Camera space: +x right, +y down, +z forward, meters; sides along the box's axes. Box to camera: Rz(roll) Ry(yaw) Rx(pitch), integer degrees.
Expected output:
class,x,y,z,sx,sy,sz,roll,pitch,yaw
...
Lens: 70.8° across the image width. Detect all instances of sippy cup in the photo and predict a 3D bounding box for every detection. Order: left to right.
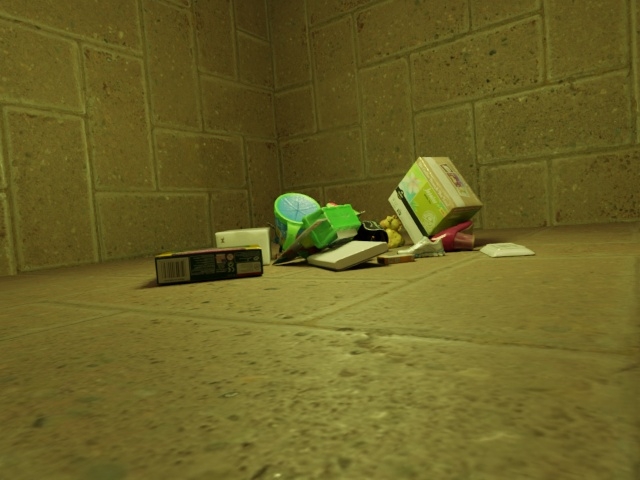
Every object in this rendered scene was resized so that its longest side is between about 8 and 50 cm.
class,x,y,z,sx,sy,sz,roll,pitch,yaw
sippy cup,-0.130,-0.079,2.249,0.240,0.224,0.305,37,45,23

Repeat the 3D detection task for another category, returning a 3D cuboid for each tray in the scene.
class,x,y,z,sx,sy,sz,roll,pitch,yaw
tray,0.696,0.033,1.696,0.145,0.030,0.270,-3,3,10

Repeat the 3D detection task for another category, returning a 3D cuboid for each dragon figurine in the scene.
class,x,y,z,sx,sy,sz,roll,pitch,yaw
dragon figurine,-0.192,-0.016,2.416,0.085,0.289,0.144,-4,-36,-31

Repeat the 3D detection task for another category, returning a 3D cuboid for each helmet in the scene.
class,x,y,z,sx,sy,sz,roll,pitch,yaw
helmet,0.231,-0.019,2.175,0.169,0.170,0.161,-6,20,-29

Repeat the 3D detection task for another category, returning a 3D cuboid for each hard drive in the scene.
class,x,y,z,sx,sy,sz,roll,pitch,yaw
hard drive,0.094,0.053,1.712,0.210,0.041,0.318,-20,7,-18

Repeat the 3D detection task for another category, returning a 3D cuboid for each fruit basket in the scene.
class,x,y,z,sx,sy,sz,roll,pitch,yaw
fruit basket,0.000,0.000,1.935,0.326,0.166,0.353,-11,-30,-48

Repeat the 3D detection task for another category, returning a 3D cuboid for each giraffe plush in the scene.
class,x,y,z,sx,sy,sz,roll,pitch,yaw
giraffe plush,0.373,-0.048,2.415,0.209,0.171,0.181,-4,3,8

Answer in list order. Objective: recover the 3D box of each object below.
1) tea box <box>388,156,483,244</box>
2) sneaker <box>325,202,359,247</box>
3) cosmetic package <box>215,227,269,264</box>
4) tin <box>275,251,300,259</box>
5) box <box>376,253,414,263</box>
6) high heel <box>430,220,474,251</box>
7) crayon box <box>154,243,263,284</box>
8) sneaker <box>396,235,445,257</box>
class,x,y,z,sx,sy,sz,roll,pitch,yaw
tea box,0.561,-0.191,2.244,0.219,0.329,0.324,-6,-34,-33
sneaker,0.069,-0.061,2.256,0.185,0.203,0.483,15,-8,-7
cosmetic package,-0.354,0.027,2.162,0.229,0.162,0.453,-4,3,-4
tin,-0.130,0.071,2.222,0.189,0.040,0.106,-6,-1,-29
box,0.287,0.068,1.682,0.136,0.028,0.081,-3,2,-13
high heel,0.600,-0.031,2.054,0.181,0.128,0.377,7,9,15
crayon box,-0.405,0.083,1.694,0.362,0.106,0.313,-5,2,-10
sneaker,0.396,0.027,1.789,0.190,0.083,0.071,-6,4,-3
